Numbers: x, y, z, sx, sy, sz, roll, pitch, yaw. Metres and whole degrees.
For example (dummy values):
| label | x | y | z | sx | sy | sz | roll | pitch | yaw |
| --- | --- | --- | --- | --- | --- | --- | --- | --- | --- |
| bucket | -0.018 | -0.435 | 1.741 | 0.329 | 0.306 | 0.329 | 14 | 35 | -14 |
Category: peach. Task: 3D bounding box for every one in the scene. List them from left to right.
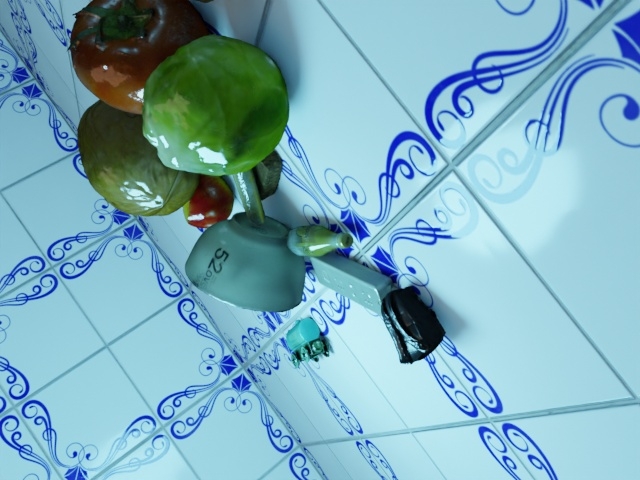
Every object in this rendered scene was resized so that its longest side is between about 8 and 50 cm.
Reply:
| label | x | y | z | sx | sy | sz | roll | pitch | yaw |
| --- | --- | --- | --- | --- | --- | --- | --- | --- | --- |
| peach | -0.377 | -0.126 | 2.051 | 0.190 | 0.192 | 0.190 | 13 | 114 | 32 |

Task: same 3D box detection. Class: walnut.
| label | x | y | z | sx | sy | sz | roll | pitch | yaw |
| --- | --- | --- | --- | --- | --- | --- | --- | --- | --- |
| walnut | -0.526 | -0.246 | 1.865 | 0.308 | 0.354 | 0.398 | -45 | 53 | 24 |

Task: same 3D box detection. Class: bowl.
| label | x | y | z | sx | sy | sz | roll | pitch | yaw |
| --- | --- | --- | --- | --- | --- | --- | --- | --- | --- |
| bowl | -0.190 | 0.037 | 1.815 | 0.353 | 0.353 | 0.185 | 35 | 115 | 39 |

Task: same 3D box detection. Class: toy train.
| label | x | y | z | sx | sy | sz | roll | pitch | yaw |
| --- | --- | --- | --- | --- | --- | --- | --- | --- | --- |
| toy train | -0.052 | 0.346 | 2.192 | 0.159 | 0.101 | 0.248 | 68 | 158 | 10 |

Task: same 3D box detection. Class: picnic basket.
| label | x | y | z | sx | sy | sz | roll | pitch | yaw |
| --- | --- | --- | --- | --- | --- | --- | --- | --- | --- |
| picnic basket | -0.160 | -0.188 | 1.732 | 0.110 | 0.054 | 0.193 | 50 | 154 | 13 |

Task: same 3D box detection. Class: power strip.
| label | x | y | z | sx | sy | sz | roll | pitch | yaw |
| --- | --- | --- | --- | --- | --- | --- | --- | --- | --- |
| power strip | 0.079 | 0.101 | 1.646 | 0.338 | 0.058 | 0.098 | 24 | 142 | 51 |

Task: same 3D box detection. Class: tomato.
| label | x | y | z | sx | sy | sz | roll | pitch | yaw |
| --- | --- | --- | --- | --- | --- | --- | --- | --- | --- |
| tomato | -0.427 | -0.448 | 1.574 | 0.341 | 0.341 | 0.273 | 44 | 168 | 25 |

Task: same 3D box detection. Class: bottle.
| label | x | y | z | sx | sy | sz | roll | pitch | yaw |
| --- | --- | --- | --- | --- | --- | --- | --- | --- | --- |
| bottle | 0.000 | 0.000 | 1.638 | 0.269 | 0.083 | 0.083 | -2 | 119 | 59 |

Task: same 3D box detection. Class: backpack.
| label | x | y | z | sx | sy | sz | roll | pitch | yaw |
| --- | --- | --- | --- | --- | --- | --- | --- | --- | --- |
| backpack | 0.208 | 0.187 | 1.457 | 0.165 | 0.105 | 0.120 | 68 | 152 | 21 |

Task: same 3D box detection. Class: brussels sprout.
| label | x | y | z | sx | sy | sz | roll | pitch | yaw |
| --- | --- | --- | --- | --- | --- | --- | --- | --- | --- |
| brussels sprout | -0.227 | -0.296 | 1.416 | 0.343 | 0.268 | 0.344 | 6 | 142 | 5 |

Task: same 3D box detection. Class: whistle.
| label | x | y | z | sx | sy | sz | roll | pitch | yaw |
| --- | --- | --- | --- | --- | --- | --- | --- | --- | --- |
| whistle | -0.204 | -0.179 | 1.687 | 0.068 | 0.057 | 0.327 | 33 | 148 | 40 |

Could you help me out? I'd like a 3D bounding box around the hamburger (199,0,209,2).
| label | x | y | z | sx | sy | sz | roll | pitch | yaw |
| --- | --- | --- | --- | --- | --- | --- | --- | --- | --- |
| hamburger | -0.272 | -0.609 | 1.287 | 0.283 | 0.144 | 0.260 | 23 | 139 | 42 |
